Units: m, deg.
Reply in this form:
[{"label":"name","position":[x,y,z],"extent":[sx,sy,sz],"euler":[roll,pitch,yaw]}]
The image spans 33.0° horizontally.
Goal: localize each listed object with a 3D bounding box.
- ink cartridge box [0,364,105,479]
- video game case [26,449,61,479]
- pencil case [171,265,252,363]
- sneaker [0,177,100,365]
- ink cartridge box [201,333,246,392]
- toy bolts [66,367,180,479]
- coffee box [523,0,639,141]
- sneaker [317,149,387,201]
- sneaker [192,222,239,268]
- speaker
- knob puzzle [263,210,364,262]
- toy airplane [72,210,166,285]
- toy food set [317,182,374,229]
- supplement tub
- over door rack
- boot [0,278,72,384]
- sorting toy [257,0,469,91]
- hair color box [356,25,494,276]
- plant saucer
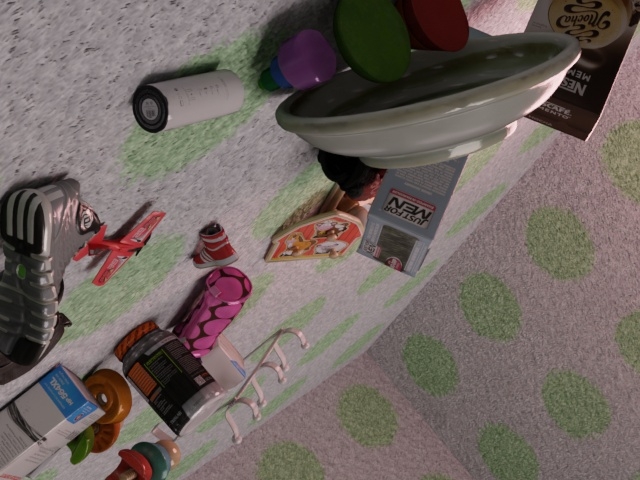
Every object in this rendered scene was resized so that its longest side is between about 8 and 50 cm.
[{"label":"ink cartridge box","position":[-0.474,0.311,1.792],"extent":[0.203,0.086,0.148],"euler":[-38,168,-10]},{"label":"video game case","position":[-0.505,0.377,1.905],"extent":[0.122,0.011,0.087],"euler":[0,-140,51]},{"label":"pencil case","position":[-0.206,0.136,1.989],"extent":[0.098,0.095,0.209],"euler":[-9,147,-38]},{"label":"sneaker","position":[-0.305,0.031,1.247],"extent":[0.132,0.086,0.229],"euler":[-38,149,-55]},{"label":"ink cartridge box","position":[-0.218,0.252,2.218],"extent":[0.090,0.092,0.143],"euler":[-38,-166,2]},{"label":"toy bolts","position":[-0.351,0.346,1.982],"extent":[0.218,0.228,0.158],"euler":[-55,163,22]},{"label":"coffee box","position":[0.423,-0.337,1.775],"extent":[0.119,0.168,0.297],"euler":[85,28,-74]},{"label":"sneaker","position":[0.053,-0.131,1.810],"extent":[0.135,0.097,0.276],"euler":[-37,165,-19]},{"label":"sneaker","position":[-0.181,0.008,1.750],"extent":[0.042,0.067,0.118],"euler":[-35,-164,-34]},{"label":"speaker","position":[-0.146,-0.159,1.222],"extent":[0.136,0.055,0.055],"euler":[-25,160,-52]},{"label":"knob puzzle","position":[0.000,0.000,2.060],"extent":[0.213,0.030,0.213],"euler":[-11,156,-5]},{"label":"toy airplane","position":[-0.280,0.008,1.463],"extent":[0.151,0.028,0.151],"euler":[-39,166,-11]},{"label":"toy food set","position":[0.131,-0.119,2.085],"extent":[0.220,0.092,0.306],"euler":[-32,165,-34]},{"label":"supplement tub","position":[-0.268,0.241,1.908],"extent":[0.117,0.190,0.117],"euler":[-41,167,-11]},{"label":"over door rack","position":[-0.180,0.325,2.301],"extent":[0.324,0.108,0.239],"euler":[-25,-160,43]},{"label":"boot","position":[-0.423,0.146,1.378],"extent":[0.263,0.091,0.229],"euler":[-33,167,-27]},{"label":"sorting toy","position":[0.047,-0.256,1.415],"extent":[0.126,0.127,0.365],"euler":[-19,-172,45]},{"label":"hair color box","position":[0.187,-0.147,1.765],"extent":[0.185,0.113,0.374],"euler":[100,15,-70]},{"label":"plant saucer","position":[0.144,-0.174,1.411],"extent":[0.400,0.100,0.400],"euler":[-13,-162,4]}]
